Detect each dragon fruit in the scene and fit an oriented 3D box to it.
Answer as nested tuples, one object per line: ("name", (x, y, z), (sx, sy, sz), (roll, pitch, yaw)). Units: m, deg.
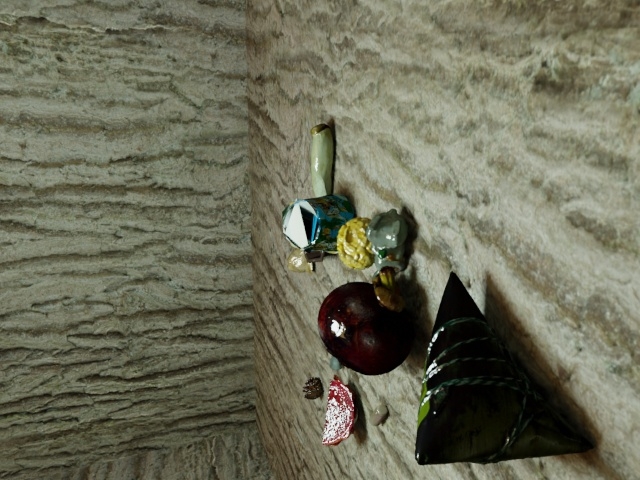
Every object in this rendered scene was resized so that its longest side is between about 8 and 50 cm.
("dragon fruit", (0.100, 0.683, 1.945), (0.161, 0.127, 0.273), (51, -136, -62))

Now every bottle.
("bottle", (0.205, 0.615, 1.718), (0.096, 0.045, 0.045), (109, 148, -46))

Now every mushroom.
("mushroom", (0.005, -0.289, 1.910), (0.087, 0.107, 0.332), (11, 111, 26))

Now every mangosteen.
("mangosteen", (0.143, 0.247, 1.462), (0.297, 0.293, 0.297), (32, 159, 14))

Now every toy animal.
("toy animal", (0.206, 0.036, 1.469), (0.125, 0.127, 0.251), (45, 153, 41))

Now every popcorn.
("popcorn", (0.129, 0.013, 1.584), (0.170, 0.180, 0.179), (-28, 68, 47))

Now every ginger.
("ginger", (-0.097, 0.059, 2.286), (0.115, 0.123, 0.193), (75, -166, -88))

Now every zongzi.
("zongzi", (0.321, 0.266, 1.050), (0.383, 0.320, 0.361), (-104, 9, -80))

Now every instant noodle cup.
("instant noodle cup", (-0.010, -0.060, 1.789), (0.240, 0.178, 0.240), (3, 94, 43))

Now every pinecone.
("pinecone", (-0.033, 0.710, 2.345), (0.102, 0.102, 0.109), (108, -178, -49))

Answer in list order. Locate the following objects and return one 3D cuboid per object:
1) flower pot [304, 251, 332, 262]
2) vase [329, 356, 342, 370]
("flower pot", (0.000, 0.000, 2.033), (0.251, 0.084, 0.178), (167, 96, -71))
("vase", (0.068, 0.437, 1.995), (0.086, 0.086, 0.213), (-124, 29, -52))
